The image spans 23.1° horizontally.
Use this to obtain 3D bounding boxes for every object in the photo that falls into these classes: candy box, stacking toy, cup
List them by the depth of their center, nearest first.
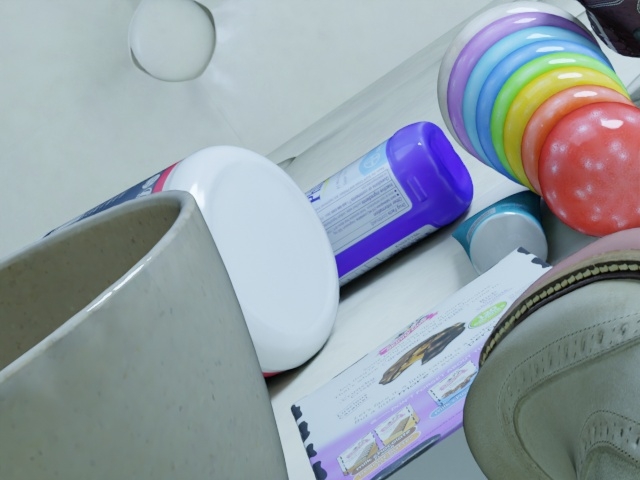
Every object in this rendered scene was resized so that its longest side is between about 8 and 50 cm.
[{"bbox_3d":[-0.135,0.164,0.637,0.331,0.237,0.331,-29,11,6],"label":"cup"},{"bbox_3d":[0.077,0.089,0.805,0.165,0.070,0.196,-35,11,0],"label":"candy box"},{"bbox_3d":[0.174,-0.079,1.135,0.141,0.141,0.330,-34,17,8],"label":"stacking toy"}]

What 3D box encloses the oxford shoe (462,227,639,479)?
[{"bbox_3d":[0.119,0.091,0.484,0.146,0.140,0.397,-45,10,-13],"label":"oxford shoe"}]

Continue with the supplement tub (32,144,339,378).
[{"bbox_3d":[-0.138,0.052,1.306,0.272,0.191,0.191,-26,13,34],"label":"supplement tub"}]

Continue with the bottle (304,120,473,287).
[{"bbox_3d":[0.000,0.000,1.403,0.283,0.092,0.118,-32,6,19],"label":"bottle"}]

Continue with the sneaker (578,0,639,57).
[{"bbox_3d":[0.293,-0.167,1.244,0.281,0.162,0.106,9,-60,-55],"label":"sneaker"}]

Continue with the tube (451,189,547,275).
[{"bbox_3d":[0.133,-0.008,1.154,0.080,0.052,0.207,-21,7,7],"label":"tube"}]
